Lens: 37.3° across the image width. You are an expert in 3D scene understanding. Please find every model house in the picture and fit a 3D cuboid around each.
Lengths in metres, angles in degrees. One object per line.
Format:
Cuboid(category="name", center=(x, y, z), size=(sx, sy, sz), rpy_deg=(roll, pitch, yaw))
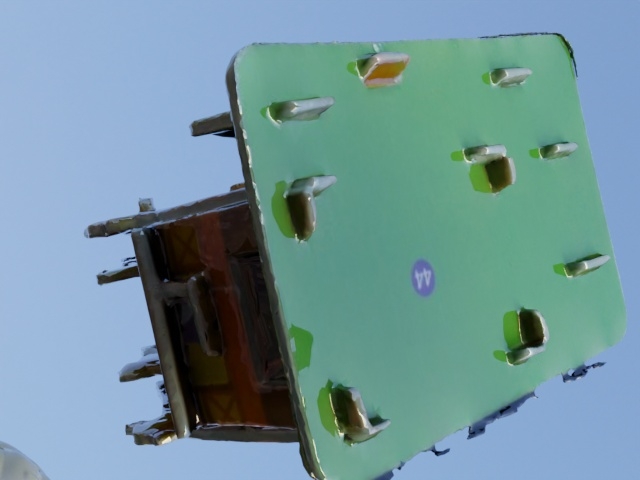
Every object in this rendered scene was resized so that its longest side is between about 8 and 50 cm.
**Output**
Cuboid(category="model house", center=(0.000, 0.000, 0.676), size=(0.313, 0.358, 0.242), rpy_deg=(-6, -82, 45))

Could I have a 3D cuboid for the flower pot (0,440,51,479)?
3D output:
Cuboid(category="flower pot", center=(-0.482, 0.440, 1.264), size=(0.244, 0.308, 0.307), rpy_deg=(-142, -135, -60))
